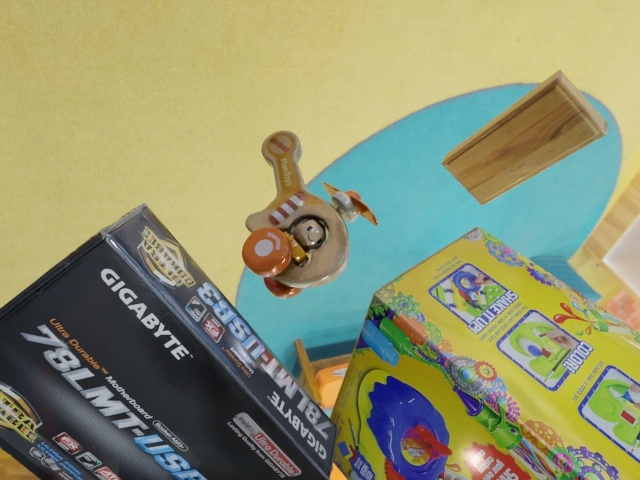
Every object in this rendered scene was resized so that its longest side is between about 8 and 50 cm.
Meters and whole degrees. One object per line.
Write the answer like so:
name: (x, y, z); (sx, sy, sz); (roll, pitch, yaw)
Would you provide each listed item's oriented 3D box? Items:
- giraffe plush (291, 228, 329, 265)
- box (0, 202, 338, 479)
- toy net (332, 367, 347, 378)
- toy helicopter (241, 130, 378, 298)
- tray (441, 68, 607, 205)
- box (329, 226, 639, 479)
giraffe plush: (0.000, 0.000, 1.431); (0.170, 0.181, 0.210); (-48, 173, 17)
box: (-0.183, 0.159, 0.436); (0.293, 0.073, 0.296); (-29, 108, 23)
toy net: (0.125, 0.257, 0.831); (0.232, 0.045, 0.122); (-15, 173, 25)
toy helicopter: (-0.032, -0.079, 0.846); (0.234, 0.355, 0.140); (-18, 150, 5)
tray: (0.584, -0.282, 1.324); (0.203, 0.076, 0.411); (43, 138, -8)
box: (0.173, 0.197, 0.445); (0.177, 0.279, 0.290); (-26, 142, -36)
